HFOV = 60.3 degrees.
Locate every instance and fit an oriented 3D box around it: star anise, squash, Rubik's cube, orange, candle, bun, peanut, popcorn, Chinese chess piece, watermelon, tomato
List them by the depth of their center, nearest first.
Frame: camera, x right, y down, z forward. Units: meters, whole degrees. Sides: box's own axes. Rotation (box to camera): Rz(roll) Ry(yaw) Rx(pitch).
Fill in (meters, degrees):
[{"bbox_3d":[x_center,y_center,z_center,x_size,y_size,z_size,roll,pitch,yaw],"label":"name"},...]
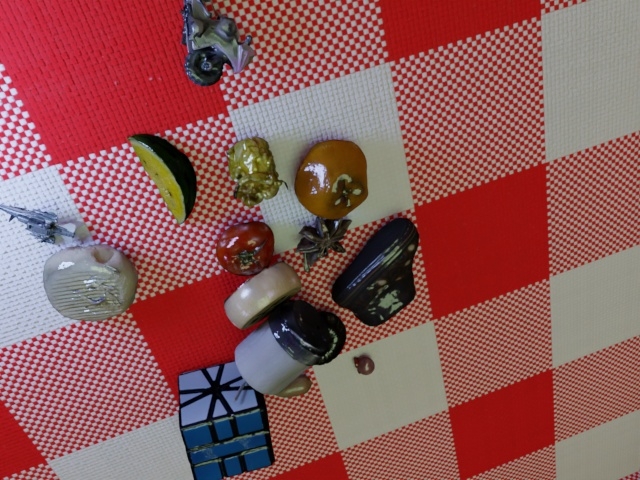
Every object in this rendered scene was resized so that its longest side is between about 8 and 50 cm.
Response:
[{"bbox_3d":[-0.186,-0.203,1.577,0.174,0.195,0.168,5,123,-13],"label":"popcorn"},{"bbox_3d":[-0.435,-0.181,1.579,0.129,0.123,0.301,-16,119,17],"label":"watermelon"},{"bbox_3d":[-0.669,0.118,1.622,0.273,0.168,0.272,-4,128,-6],"label":"bun"},{"bbox_3d":[0.037,-0.177,1.661,0.249,0.183,0.248,-7,117,-15],"label":"orange"},{"bbox_3d":[-0.231,0.017,1.700,0.187,0.151,0.187,-6,126,-8],"label":"tomato"},{"bbox_3d":[-0.182,0.174,1.743,0.257,0.257,0.104,-38,81,5],"label":"Chinese chess piece"},{"bbox_3d":[-0.143,0.363,1.789,0.342,0.221,0.221,-42,120,18],"label":"candle"},{"bbox_3d":[-0.001,0.000,1.794,0.231,0.089,0.209,-40,135,12],"label":"star anise"},{"bbox_3d":[-0.326,0.611,1.899,0.289,0.293,0.283,-13,121,-11],"label":"Rubik's cube"},{"bbox_3d":[0.000,0.344,1.935,0.193,0.156,0.193,-1,93,-31],"label":"squash"},{"bbox_3d":[-0.106,0.542,2.047,0.152,0.076,0.076,-8,118,-8],"label":"peanut"}]

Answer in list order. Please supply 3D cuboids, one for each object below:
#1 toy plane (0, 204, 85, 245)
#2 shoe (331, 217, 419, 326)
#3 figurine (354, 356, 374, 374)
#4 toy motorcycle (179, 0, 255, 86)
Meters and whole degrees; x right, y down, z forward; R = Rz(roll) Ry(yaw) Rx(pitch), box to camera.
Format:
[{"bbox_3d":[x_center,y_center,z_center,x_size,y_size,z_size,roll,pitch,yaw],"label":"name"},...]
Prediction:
[{"bbox_3d":[-0.794,-0.046,1.550,0.234,0.082,0.160,14,138,-22],"label":"toy plane"},{"bbox_3d":[0.234,0.119,1.873,0.237,0.171,0.384,35,104,-21],"label":"shoe"},{"bbox_3d":[0.172,0.481,2.101,0.071,0.067,0.083,-13,137,13],"label":"figurine"},{"bbox_3d":[-0.267,-0.565,1.413,0.188,0.143,0.326,-8,103,-22],"label":"toy motorcycle"}]
